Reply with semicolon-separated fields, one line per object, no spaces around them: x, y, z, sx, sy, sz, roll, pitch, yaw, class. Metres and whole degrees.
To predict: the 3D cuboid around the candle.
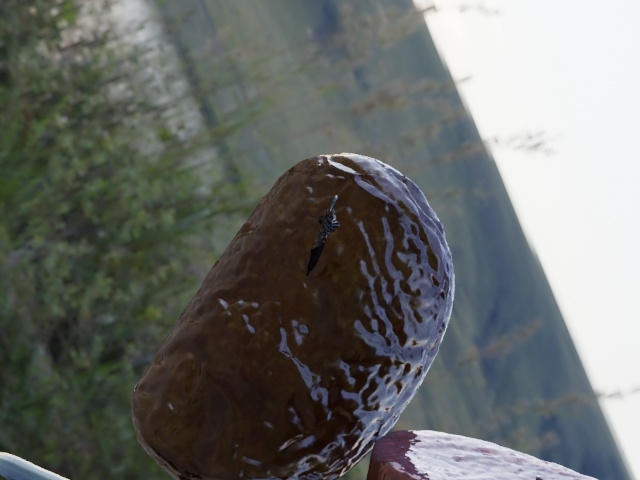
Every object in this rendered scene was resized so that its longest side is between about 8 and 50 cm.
0.190;0.260;1.306;0.317;0.287;0.131;-136;-123;-70;candle

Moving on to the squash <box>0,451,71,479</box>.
-0.238;0.273;1.482;0.228;0.066;0.066;25;10;-9;squash

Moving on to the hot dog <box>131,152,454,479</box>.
-0.027;0.092;1.548;0.267;0.388;0.174;33;-4;30;hot dog

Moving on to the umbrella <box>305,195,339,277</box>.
0.002;-0.004;1.399;0.149;0.022;0.022;111;5;-63;umbrella
